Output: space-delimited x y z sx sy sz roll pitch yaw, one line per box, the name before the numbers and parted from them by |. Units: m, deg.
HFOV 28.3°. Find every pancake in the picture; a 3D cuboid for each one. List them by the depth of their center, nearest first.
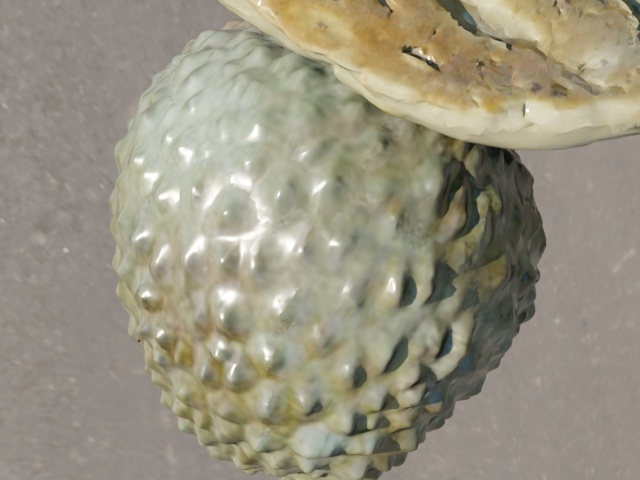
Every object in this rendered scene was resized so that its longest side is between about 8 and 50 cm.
pancake | 0.077 -0.190 0.655 0.386 0.082 0.387 6 48 -6

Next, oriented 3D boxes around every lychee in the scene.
lychee | 0.000 0.000 0.717 0.255 0.255 0.274 23 102 17
